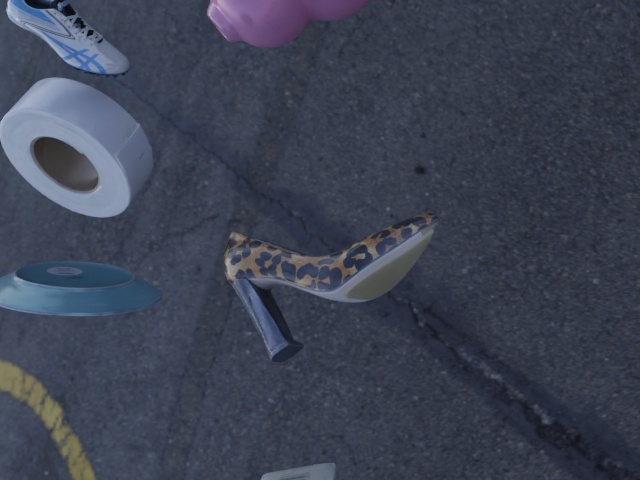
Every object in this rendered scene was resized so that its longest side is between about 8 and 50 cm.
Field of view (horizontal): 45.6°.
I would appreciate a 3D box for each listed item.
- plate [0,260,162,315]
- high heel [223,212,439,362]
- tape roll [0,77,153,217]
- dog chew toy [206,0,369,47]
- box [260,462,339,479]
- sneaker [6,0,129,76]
[{"bbox_3d":[-0.269,0.047,0.835,0.188,0.188,0.024,15,104,43],"label":"plate"},{"bbox_3d":[0.000,0.000,0.916,0.261,0.093,0.186,-37,60,12],"label":"high heel"},{"bbox_3d":[-0.475,-0.177,1.494,0.286,0.286,0.100,-15,37,41],"label":"tape roll"},{"bbox_3d":[0.008,-0.350,0.862,0.332,0.206,0.206,-40,56,1],"label":"dog chew toy"},{"bbox_3d":[-0.002,0.406,0.867,0.094,0.113,0.275,-11,94,8],"label":"box"},{"bbox_3d":[-0.443,-0.372,1.348,0.086,0.237,0.085,-52,10,36],"label":"sneaker"}]
